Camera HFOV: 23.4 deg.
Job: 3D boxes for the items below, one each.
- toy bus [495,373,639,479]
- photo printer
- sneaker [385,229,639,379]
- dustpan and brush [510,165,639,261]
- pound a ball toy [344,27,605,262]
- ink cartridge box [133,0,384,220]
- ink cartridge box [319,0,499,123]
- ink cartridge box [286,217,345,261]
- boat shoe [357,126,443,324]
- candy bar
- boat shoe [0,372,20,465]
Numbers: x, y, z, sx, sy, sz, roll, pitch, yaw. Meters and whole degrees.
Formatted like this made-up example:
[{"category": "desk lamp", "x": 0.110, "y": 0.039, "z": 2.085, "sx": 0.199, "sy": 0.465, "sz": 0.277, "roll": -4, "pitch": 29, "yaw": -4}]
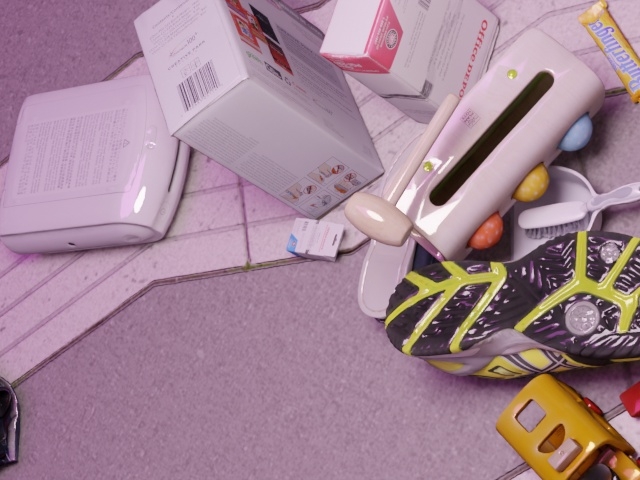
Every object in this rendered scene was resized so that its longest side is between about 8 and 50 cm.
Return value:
[{"category": "toy bus", "x": 0.283, "y": 0.239, "z": 1.679, "sx": 0.202, "sy": 0.104, "sz": 0.191, "roll": -10, "pitch": 65, "yaw": 34}, {"category": "photo printer", "x": -0.325, "y": -0.112, "z": 2.286, "sx": 0.307, "sy": 0.107, "sz": 0.256, "roll": -7, "pitch": 67, "yaw": 34}, {"category": "sneaker", "x": 0.268, "y": 0.082, "z": 1.733, "sx": 0.384, "sy": 0.147, "sz": 0.145, "roll": -2, "pitch": 67, "yaw": 34}, {"category": "dustpan and brush", "x": 0.303, "y": -0.033, "z": 1.812, "sx": 0.211, "sy": 0.060, "sz": 0.147, "roll": -12, "pitch": 63, "yaw": 32}, {"category": "pound a ball toy", "x": 0.189, "y": -0.088, "z": 1.777, "sx": 0.135, "sy": 0.208, "sz": 0.319, "roll": 41, "pitch": 87, "yaw": 15}, {"category": "ink cartridge box", "x": -0.086, "y": -0.210, "z": 2.018, "sx": 0.130, "sy": 0.309, "sz": 0.272, "roll": -35, "pitch": 53, "yaw": 20}, {"category": "ink cartridge box", "x": 0.117, "y": -0.257, "z": 1.947, "sx": 0.092, "sy": 0.218, "sz": 0.159, "roll": 8, "pitch": 75, "yaw": 44}, {"category": "ink cartridge box", "x": 0.000, "y": 0.000, "z": 2.046, "sx": 0.083, "sy": 0.028, "sz": 0.048, "roll": 9, "pitch": 76, "yaw": 39}, {"category": "boat shoe", "x": 0.121, "y": -0.015, "z": 1.929, "sx": 0.095, "sy": 0.079, "sz": 0.255, "roll": 6, "pitch": 76, "yaw": 36}, {"category": "candy bar", "x": 0.364, "y": -0.229, "z": 1.882, "sx": 0.040, "sy": 0.018, "sz": 0.161, "roll": -37, "pitch": 52, "yaw": 18}, {"category": "boat shoe", "x": -0.527, "y": 0.201, "z": 2.305, "sx": 0.158, "sy": 0.127, "sz": 0.341, "roll": -18, "pitch": 68, "yaw": 23}]
